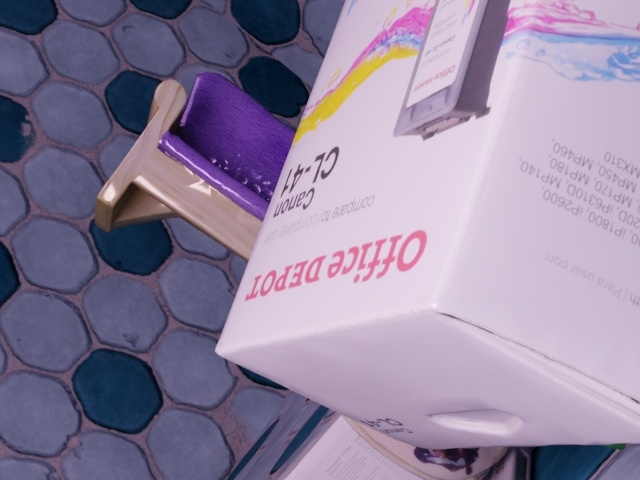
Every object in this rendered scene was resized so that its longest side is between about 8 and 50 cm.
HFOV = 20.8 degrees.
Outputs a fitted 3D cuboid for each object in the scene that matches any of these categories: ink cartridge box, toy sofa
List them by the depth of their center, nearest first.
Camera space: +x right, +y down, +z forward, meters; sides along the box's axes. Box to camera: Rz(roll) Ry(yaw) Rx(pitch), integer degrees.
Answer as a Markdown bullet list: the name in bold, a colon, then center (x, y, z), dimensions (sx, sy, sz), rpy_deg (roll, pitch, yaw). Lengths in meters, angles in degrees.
- **ink cartridge box**: center (0.093, -0.070, 0.804), dimensions (0.226, 0.131, 0.306), rpy_deg (-18, 48, 63)
- **toy sofa**: center (0.000, 0.000, 1.469), dimensions (0.177, 0.363, 0.150), rpy_deg (-56, 2, -10)

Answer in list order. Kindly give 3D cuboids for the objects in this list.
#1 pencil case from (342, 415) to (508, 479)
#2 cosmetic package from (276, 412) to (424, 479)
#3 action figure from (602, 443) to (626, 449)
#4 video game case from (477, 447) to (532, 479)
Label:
- **pencil case**: center (0.155, -0.040, 1.018), dimensions (0.410, 0.183, 0.160), rpy_deg (-49, -2, 12)
- **cosmetic package**: center (0.022, 0.185, 1.261), dimensions (0.239, 0.099, 0.060), rpy_deg (-49, 2, 21)
- **action figure**: center (0.185, 0.033, 0.751), dimensions (0.232, 0.063, 0.137), rpy_deg (-44, 8, 46)
- **video game case**: center (0.072, 0.194, 1.055), dimensions (0.157, 0.019, 0.143), rpy_deg (-50, 1, 13)
